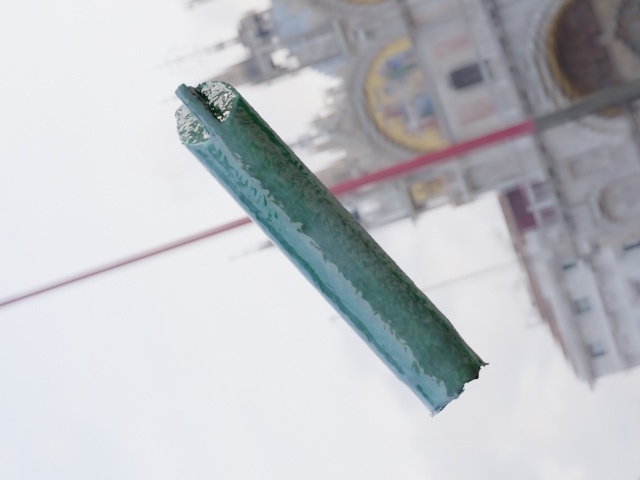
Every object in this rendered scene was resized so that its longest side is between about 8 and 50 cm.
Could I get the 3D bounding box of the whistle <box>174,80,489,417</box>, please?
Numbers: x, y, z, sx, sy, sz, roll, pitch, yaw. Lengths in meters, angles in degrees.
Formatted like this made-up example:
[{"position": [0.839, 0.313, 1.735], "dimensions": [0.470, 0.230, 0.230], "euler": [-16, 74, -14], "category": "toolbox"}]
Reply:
[{"position": [0.000, 0.000, 0.759], "dimensions": [0.186, 0.039, 0.039], "euler": [47, -163, 2], "category": "whistle"}]
